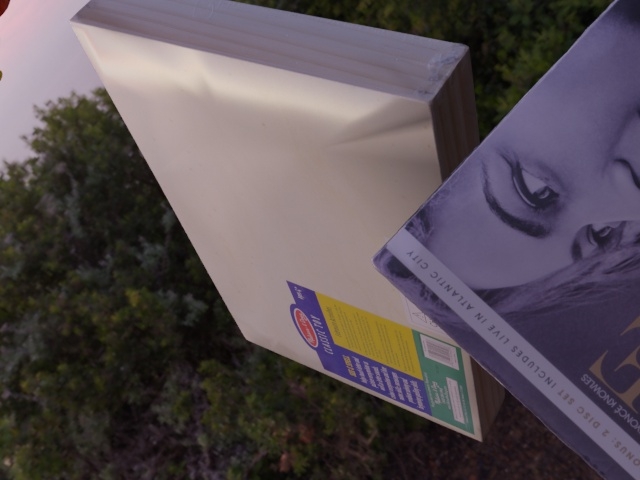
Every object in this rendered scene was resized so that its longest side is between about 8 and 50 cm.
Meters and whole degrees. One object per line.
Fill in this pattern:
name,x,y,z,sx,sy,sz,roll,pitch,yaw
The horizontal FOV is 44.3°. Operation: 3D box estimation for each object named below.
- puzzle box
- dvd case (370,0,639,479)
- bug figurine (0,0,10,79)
puzzle box,0.000,0.000,0.616,0.272,0.408,0.052,19,59,28
dvd case,0.156,-0.015,0.337,0.221,0.164,0.018,-47,-5,5
bug figurine,-0.264,-0.228,0.460,0.072,0.279,0.216,-31,25,26
